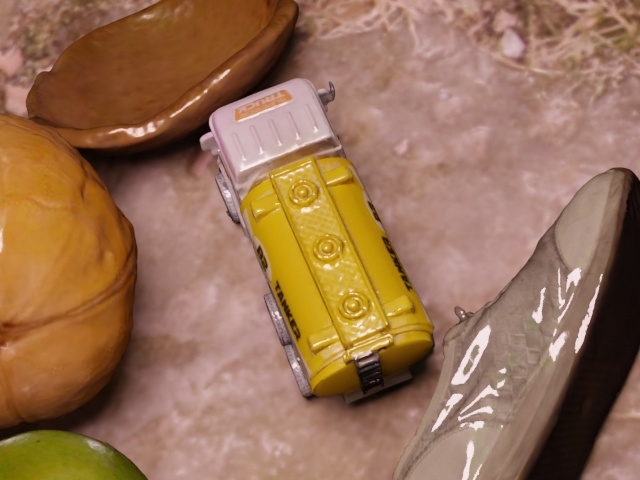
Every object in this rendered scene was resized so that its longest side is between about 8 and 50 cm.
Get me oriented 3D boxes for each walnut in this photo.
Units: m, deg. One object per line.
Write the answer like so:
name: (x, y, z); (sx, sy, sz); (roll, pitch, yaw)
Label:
walnut: (-0.202, 0.018, 0.957); (0.193, 0.226, 0.193); (-2, 103, -8)

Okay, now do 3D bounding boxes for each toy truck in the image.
toy truck: (0.000, 0.000, 0.998); (0.098, 0.114, 0.227); (-22, 61, -4)

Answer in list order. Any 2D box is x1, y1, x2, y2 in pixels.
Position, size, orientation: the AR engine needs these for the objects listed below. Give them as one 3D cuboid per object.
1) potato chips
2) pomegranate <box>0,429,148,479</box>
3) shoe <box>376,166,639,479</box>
potato chips: (-0.107, -0.112, 1.085); (0.195, 0.062, 0.208); (5, 43, 37)
pomegranate: (-0.148, 0.212, 0.905); (0.156, 0.156, 0.220); (-34, 95, -11)
shoe: (0.129, 0.071, 0.954); (0.098, 0.103, 0.275); (18, 65, 28)
